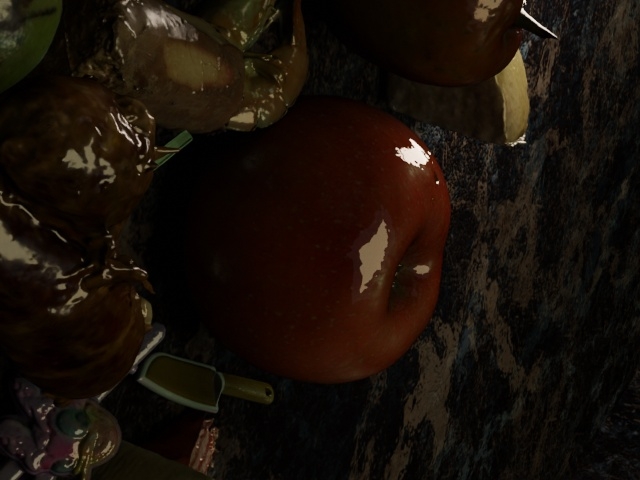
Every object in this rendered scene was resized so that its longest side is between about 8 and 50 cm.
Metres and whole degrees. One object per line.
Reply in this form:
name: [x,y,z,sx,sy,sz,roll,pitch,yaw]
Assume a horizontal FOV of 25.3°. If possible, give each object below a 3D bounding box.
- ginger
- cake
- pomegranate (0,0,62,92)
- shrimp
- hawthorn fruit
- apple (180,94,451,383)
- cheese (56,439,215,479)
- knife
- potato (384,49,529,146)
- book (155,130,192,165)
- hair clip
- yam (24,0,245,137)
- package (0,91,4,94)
ginger: [-0.231,0.001,1.300,0.254,0.176,0.418,-24,143,-6]
cake: [-0.176,0.288,1.732,0.287,0.135,0.098,-41,126,-58]
pomegranate: [-0.290,-0.188,1.069,0.306,0.242,0.242,26,85,-62]
shrimp: [-0.068,-0.235,1.580,0.061,0.145,0.267,-39,-154,55]
hawthorn fruit: [0.146,-0.307,1.692,0.268,0.301,0.268,-50,171,-11]
apple: [0.000,0.000,1.667,0.348,0.277,0.348,-38,138,-45]
cheese: [-0.244,0.345,1.494,0.265,0.242,0.124,-56,139,-25]
knife: [-0.137,0.184,1.788,0.343,0.027,0.061,28,51,-61]
potato: [0.213,-0.284,1.945,0.189,0.211,0.264,-33,132,-46]
book: [-0.199,-0.061,1.448,0.017,0.135,0.103,55,48,-9]
hair clip: [-0.261,0.165,1.503,0.090,0.137,0.278,-35,-159,54]
yam: [-0.180,-0.179,1.393,0.238,0.129,0.128,10,86,-59]
package: [-0.297,-0.200,1.280,0.083,0.022,0.200,-4,110,-61]
